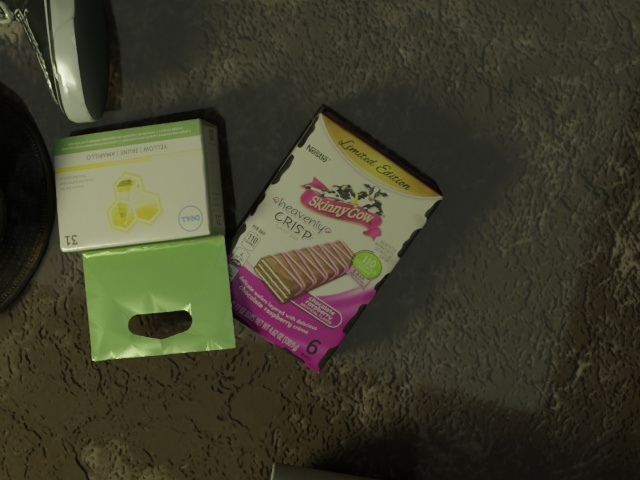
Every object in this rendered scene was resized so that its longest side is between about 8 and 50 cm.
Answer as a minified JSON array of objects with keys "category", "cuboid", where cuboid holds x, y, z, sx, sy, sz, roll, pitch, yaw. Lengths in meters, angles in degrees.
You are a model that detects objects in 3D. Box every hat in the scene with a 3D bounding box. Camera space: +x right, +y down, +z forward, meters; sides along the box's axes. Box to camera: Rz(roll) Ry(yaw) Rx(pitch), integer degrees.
[{"category":"hat","cuboid":[-0.420,-0.031,1.373,0.331,0.134,0.331,-5,103,-21]}]

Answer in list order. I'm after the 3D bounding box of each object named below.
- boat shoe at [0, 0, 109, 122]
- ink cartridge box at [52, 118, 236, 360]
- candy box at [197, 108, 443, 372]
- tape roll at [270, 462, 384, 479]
[{"category":"boat shoe","cuboid":[-0.291,-0.266,1.391,0.105,0.113,0.306,-10,97,9]},{"category":"ink cartridge box","cuboid":[-0.183,0.002,1.420,0.171,0.056,0.235,-6,85,16]},{"category":"candy box","cuboid":[0.000,0.000,1.450,0.159,0.071,0.233,34,98,-4]},{"category":"tape roll","cuboid":[0.013,0.365,1.425,0.169,0.246,0.246,9,100,0]}]
